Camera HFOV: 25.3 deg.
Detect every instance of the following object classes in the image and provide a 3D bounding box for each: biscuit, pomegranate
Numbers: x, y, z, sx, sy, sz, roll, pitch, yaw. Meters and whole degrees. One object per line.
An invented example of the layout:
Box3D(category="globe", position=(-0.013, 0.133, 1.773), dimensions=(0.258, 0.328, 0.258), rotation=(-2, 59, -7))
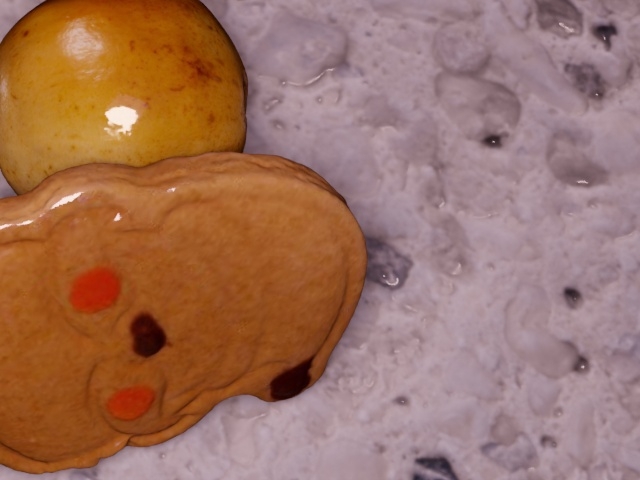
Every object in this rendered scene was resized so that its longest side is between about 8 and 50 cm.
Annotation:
Box3D(category="biscuit", position=(-0.172, 0.069, 1.303), dimensions=(0.455, 0.349, 0.078), rotation=(-18, 42, -13))
Box3D(category="pomegranate", position=(-0.196, -0.116, 1.349), dimensions=(0.264, 0.264, 0.264), rotation=(2, 82, -12))

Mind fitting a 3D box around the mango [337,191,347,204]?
Box3D(category="mango", position=(0.000, 0.000, 1.470), dimensions=(0.077, 0.063, 0.127), rotation=(-14, 90, -18))
